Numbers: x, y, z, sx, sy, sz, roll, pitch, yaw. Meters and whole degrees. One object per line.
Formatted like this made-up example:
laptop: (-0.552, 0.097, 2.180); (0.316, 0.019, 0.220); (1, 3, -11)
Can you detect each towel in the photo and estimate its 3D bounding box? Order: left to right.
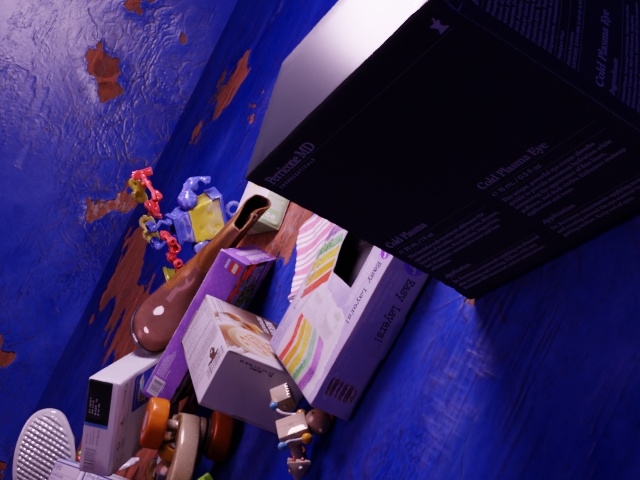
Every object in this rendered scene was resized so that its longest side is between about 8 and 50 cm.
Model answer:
towel: (0.000, 0.000, 1.555); (0.144, 0.029, 0.197); (-46, 26, 36)

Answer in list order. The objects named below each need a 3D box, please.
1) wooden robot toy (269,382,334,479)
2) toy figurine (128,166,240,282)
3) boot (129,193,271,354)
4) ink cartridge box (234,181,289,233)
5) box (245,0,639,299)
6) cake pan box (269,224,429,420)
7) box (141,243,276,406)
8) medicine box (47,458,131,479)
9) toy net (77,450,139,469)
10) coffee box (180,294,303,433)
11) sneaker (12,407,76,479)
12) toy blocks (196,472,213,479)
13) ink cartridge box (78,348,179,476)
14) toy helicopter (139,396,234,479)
wooden robot toy: (-0.016, 0.255, 1.270); (0.079, 0.076, 0.173); (-24, 27, 2)
toy figurine: (-0.255, -0.008, 2.049); (0.191, 0.217, 0.363); (28, 135, 56)
boot: (-0.211, 0.063, 1.703); (0.280, 0.096, 0.264); (-44, 1, 36)
ink cartridge box: (-0.092, -0.130, 1.900); (0.171, 0.056, 0.235); (-7, 60, 67)
box: (0.149, -0.131, 0.950); (0.343, 0.312, 0.179); (-36, 33, 50)
cake pan box: (0.041, 0.083, 1.304); (0.267, 0.070, 0.246); (-61, 23, 6)
box: (-0.194, 0.147, 1.678); (0.293, 0.057, 0.201); (-60, -9, 8)
medicine box: (-0.476, 0.587, 1.815); (0.263, 0.149, 0.289); (-18, 48, 63)
toy net: (-0.448, 0.442, 1.968); (0.232, 0.122, 0.045); (172, 92, -73)
coffee box: (-0.124, 0.189, 1.469); (0.098, 0.141, 0.246); (-62, 19, 7)
sneaker: (-0.592, 0.529, 2.045); (0.150, 0.135, 0.366); (-131, 43, -77)
toy blocks: (-0.243, 0.471, 1.254); (0.381, 0.191, 0.261); (-31, 7, -26)
ink cartridge box: (-0.330, 0.288, 1.683); (0.332, 0.065, 0.166); (-23, -59, -78)
toy helicopter: (-0.264, 0.416, 1.602); (0.355, 0.140, 0.235); (134, 147, -63)
